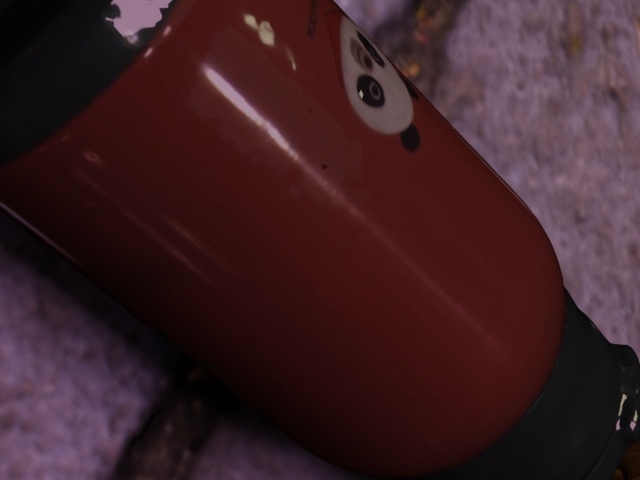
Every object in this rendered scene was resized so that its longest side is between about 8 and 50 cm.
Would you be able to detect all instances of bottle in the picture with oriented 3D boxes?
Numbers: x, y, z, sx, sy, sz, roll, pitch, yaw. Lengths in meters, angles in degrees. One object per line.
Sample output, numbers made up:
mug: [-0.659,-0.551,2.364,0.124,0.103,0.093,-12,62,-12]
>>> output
bottle: [0.000,0.000,0.727,0.336,0.144,0.144,42,58,-31]

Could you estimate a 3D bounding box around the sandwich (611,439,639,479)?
sandwich: [0.253,0.120,0.977,0.186,0.220,0.108,-40,114,-78]
